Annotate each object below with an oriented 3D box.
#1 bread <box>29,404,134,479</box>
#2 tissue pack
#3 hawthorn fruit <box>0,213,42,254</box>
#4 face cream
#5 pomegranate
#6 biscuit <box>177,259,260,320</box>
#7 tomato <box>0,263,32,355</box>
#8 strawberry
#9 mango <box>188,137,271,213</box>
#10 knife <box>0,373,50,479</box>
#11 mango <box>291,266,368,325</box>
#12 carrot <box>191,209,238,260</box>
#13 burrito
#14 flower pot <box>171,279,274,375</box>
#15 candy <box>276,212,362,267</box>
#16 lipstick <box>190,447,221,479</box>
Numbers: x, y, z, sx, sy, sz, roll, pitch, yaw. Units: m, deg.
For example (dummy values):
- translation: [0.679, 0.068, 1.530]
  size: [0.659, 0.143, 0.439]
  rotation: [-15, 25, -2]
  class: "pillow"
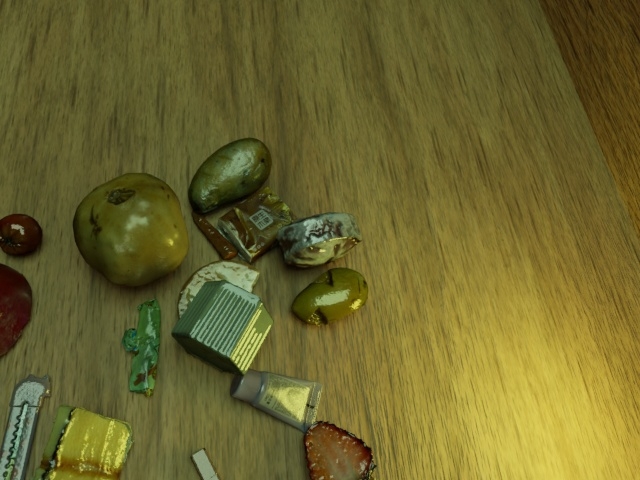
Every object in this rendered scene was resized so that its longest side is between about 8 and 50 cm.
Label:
- translation: [-0.574, 0.543, 1.164]
  size: [0.198, 0.236, 0.263]
  rotation: [13, 62, -10]
  class: "bread"
- translation: [-0.210, -0.052, 1.659]
  size: [0.226, 0.092, 0.183]
  rotation: [-38, 79, -30]
  class: "tissue pack"
- translation: [-0.876, -0.027, 1.425]
  size: [0.125, 0.125, 0.140]
  rotation: [29, 61, -1]
  class: "hawthorn fruit"
- translation: [-0.124, 0.455, 1.442]
  size: [0.274, 0.096, 0.154]
  rotation: [26, 56, -18]
  class: "face cream"
- translation: [-0.535, -0.027, 1.426]
  size: [0.333, 0.332, 0.332]
  rotation: [7, 63, -14]
  class: "pomegranate"
- translation: [-0.334, 0.185, 1.529]
  size: [0.205, 0.040, 0.309]
  rotation: [27, 61, -3]
  class: "biscuit"
- translation: [-0.923, 0.171, 1.283]
  size: [0.309, 0.170, 0.309]
  rotation: [6, 64, -14]
  class: "tomato"
- translation: [0.048, 0.634, 1.397]
  size: [0.190, 0.111, 0.236]
  rotation: [-32, 53, -17]
  class: "strawberry"
- translation: [-0.313, -0.222, 1.681]
  size: [0.329, 0.175, 0.176]
  rotation: [-34, 45, -8]
  class: "mango"
- translation: [-0.769, 0.536, 1.224]
  size: [0.132, 0.038, 0.398]
  rotation: [8, 62, -16]
  class: "knife"
- translation: [0.033, 0.186, 1.594]
  size: [0.262, 0.130, 0.167]
  rotation: [-29, 73, -22]
  class: "mango"
- translation: [-0.364, -0.024, 1.621]
  size: [0.057, 0.057, 0.224]
  rotation: [-36, 74, -28]
  class: "carrot"
- translation: [-0.519, 0.304, 1.410]
  size: [0.104, 0.054, 0.288]
  rotation: [4, 65, -13]
  class: "burrito"
- translation: [-0.273, 0.245, 1.378]
  size: [0.209, 0.239, 0.189]
  rotation: [15, 60, 24]
  class: "flower pot"
- translation: [0.000, 0.000, 1.623]
  size: [0.289, 0.214, 0.157]
  rotation: [-10, 72, -30]
  class: "candy"
- translation: [-0.298, 0.635, 1.314]
  size: [0.045, 0.045, 0.145]
  rotation: [-25, 74, -28]
  class: "lipstick"
